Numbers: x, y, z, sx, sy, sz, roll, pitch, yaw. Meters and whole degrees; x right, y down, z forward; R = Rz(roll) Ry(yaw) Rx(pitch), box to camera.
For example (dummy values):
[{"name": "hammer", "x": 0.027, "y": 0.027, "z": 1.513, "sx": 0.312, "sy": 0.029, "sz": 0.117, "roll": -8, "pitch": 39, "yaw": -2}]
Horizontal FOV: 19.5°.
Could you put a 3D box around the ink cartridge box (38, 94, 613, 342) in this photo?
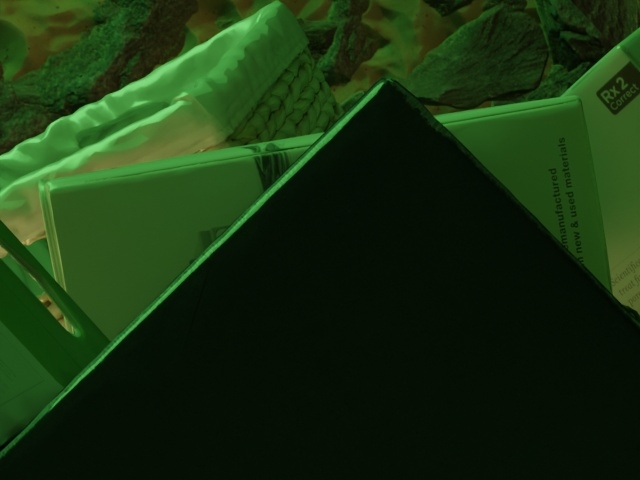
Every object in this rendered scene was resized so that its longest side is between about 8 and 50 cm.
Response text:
[{"name": "ink cartridge box", "x": 0.000, "y": 0.000, "z": 1.038, "sx": 0.283, "sy": 0.117, "sz": 0.207, "roll": -9, "pitch": 2, "yaw": -2}]

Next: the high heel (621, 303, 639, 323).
[{"name": "high heel", "x": 0.134, "y": 0.079, "z": 1.067, "sx": 0.186, "sy": 0.093, "sz": 0.261, "roll": -16, "pitch": 9, "yaw": -10}]

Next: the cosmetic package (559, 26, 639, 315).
[{"name": "cosmetic package", "x": 0.250, "y": -0.071, "z": 1.301, "sx": 0.184, "sy": 0.151, "sz": 0.151, "roll": -38, "pitch": -6, "yaw": -46}]

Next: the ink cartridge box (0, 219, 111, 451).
[{"name": "ink cartridge box", "x": -0.161, "y": 0.047, "z": 0.730, "sx": 0.062, "sy": 0.109, "sz": 0.209, "roll": -44, "pitch": -2, "yaw": 13}]

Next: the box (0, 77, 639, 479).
[{"name": "box", "x": -0.010, "y": 0.104, "z": 0.782, "sx": 0.296, "sy": 0.183, "sz": 0.294, "roll": -45, "pitch": -4, "yaw": 4}]

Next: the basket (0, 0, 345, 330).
[{"name": "basket", "x": -0.123, "y": 0.029, "z": 1.386, "sx": 0.328, "sy": 0.266, "sz": 0.331, "roll": -27, "pitch": 13, "yaw": 16}]
